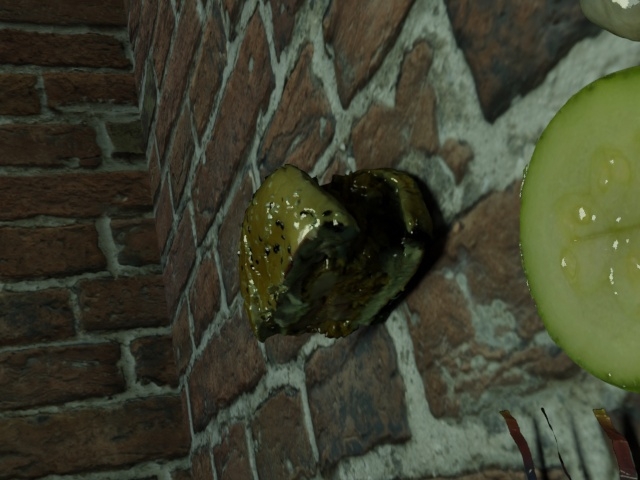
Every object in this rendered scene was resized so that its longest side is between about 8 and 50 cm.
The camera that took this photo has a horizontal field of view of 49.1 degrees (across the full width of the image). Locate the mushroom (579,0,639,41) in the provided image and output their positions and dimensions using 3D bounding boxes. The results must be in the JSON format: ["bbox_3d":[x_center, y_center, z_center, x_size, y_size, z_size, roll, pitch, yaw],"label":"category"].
[{"bbox_3d":[0.210,-0.152,0.441,0.079,0.085,0.085,48,-175,-40],"label":"mushroom"}]

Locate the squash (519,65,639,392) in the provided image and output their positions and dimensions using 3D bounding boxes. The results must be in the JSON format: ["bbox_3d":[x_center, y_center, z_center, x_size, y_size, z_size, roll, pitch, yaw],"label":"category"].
[{"bbox_3d":[0.215,-0.010,0.473,0.219,0.041,0.220,176,90,-67],"label":"squash"}]

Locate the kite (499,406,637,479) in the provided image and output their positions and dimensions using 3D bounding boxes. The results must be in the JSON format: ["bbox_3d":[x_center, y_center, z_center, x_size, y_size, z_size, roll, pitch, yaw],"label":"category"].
[{"bbox_3d":[0.225,0.306,0.531,0.204,0.022,0.361,152,108,-66],"label":"kite"}]

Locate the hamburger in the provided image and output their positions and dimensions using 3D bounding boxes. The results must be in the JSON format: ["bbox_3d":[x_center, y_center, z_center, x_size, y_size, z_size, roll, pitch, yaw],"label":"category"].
[{"bbox_3d":[0.000,0.000,0.830,0.288,0.167,0.192,116,141,-52],"label":"hamburger"}]
